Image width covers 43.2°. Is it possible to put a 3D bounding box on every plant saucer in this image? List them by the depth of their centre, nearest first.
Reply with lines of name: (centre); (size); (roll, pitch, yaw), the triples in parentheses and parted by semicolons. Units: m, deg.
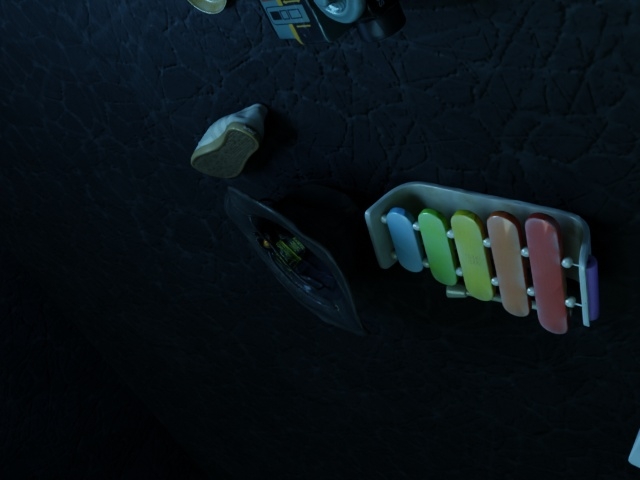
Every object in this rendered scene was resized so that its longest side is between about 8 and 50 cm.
plant saucer: (-0.151, -0.332, 1.039); (0.083, 0.015, 0.083); (26, 147, 18)

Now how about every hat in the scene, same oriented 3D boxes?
hat: (0.000, 0.000, 1.205); (0.331, 0.134, 0.331); (44, 165, 15)

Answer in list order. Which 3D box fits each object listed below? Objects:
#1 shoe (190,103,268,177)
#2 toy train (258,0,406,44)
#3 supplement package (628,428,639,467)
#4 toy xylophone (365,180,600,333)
shoe: (-0.136, -0.149, 1.234); (0.076, 0.058, 0.219); (27, 157, -21)
toy train: (-0.030, -0.344, 0.795); (0.190, 0.142, 0.334); (13, 142, 51)
supplement package: (0.444, 0.103, 0.753); (0.198, 0.263, 0.199); (23, 146, 22)
toy xylophone: (0.223, 0.030, 1.064); (0.322, 0.081, 0.236); (9, 139, 40)
